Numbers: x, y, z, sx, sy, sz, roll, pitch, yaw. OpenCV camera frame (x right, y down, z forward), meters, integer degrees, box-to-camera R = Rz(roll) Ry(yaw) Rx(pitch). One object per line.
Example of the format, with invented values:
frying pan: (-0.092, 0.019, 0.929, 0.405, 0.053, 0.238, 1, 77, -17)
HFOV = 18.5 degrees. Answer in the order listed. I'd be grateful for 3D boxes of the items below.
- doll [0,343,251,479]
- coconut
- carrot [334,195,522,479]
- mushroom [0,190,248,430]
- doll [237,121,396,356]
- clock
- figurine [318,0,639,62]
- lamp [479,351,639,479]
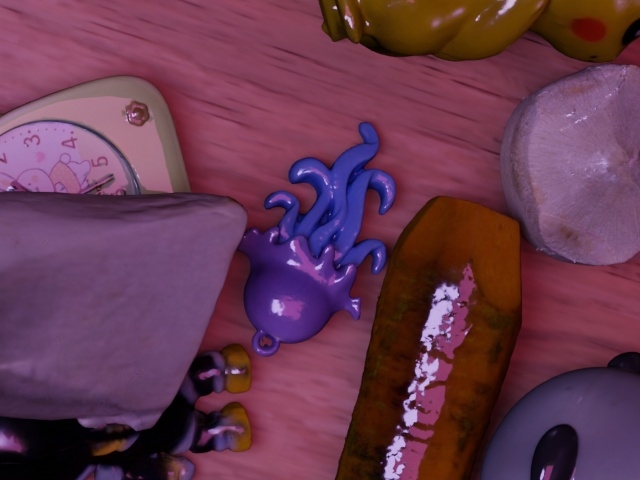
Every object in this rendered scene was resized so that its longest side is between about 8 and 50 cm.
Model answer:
doll: (-0.197, 0.131, 1.420, 0.316, 0.103, 0.145, -7, 131, -23)
coconut: (0.223, -0.060, 1.506, 0.161, 0.162, 0.161, 0, 92, -16)
carrot: (0.079, 0.119, 1.497, 0.114, 0.114, 0.302, 16, 87, -15)
mushroom: (-0.244, 0.041, 1.297, 0.407, 0.137, 0.154, 0, 110, -27)
doll: (0.000, 0.000, 1.499, 0.110, 0.067, 0.206, 29, 72, 0)
clock: (-0.210, -0.020, 1.433, 0.232, 0.069, 0.170, -14, 96, -14)
figurine: (0.155, -0.218, 1.477, 0.327, 0.218, 0.169, -1, 99, -7)
lamp: (0.218, 0.217, 1.506, 0.198, 0.198, 0.244, -16, 111, -15)
